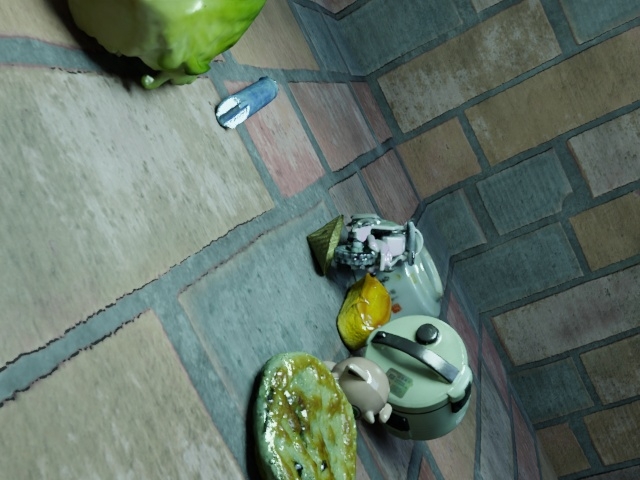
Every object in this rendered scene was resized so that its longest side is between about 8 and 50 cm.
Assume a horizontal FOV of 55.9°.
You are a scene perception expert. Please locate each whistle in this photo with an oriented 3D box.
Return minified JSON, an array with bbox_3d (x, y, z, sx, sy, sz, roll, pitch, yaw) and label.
[{"bbox_3d":[-0.154,-0.308,1.320,0.062,0.062,0.304,60,20,-16],"label":"whistle"}]

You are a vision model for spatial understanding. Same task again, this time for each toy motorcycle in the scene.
[{"bbox_3d":[0.146,0.012,1.449,0.327,0.188,0.143,-38,131,-73],"label":"toy motorcycle"}]

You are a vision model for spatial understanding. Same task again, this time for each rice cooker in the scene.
[{"bbox_3d":[0.202,0.285,1.251,0.244,0.226,0.226,76,6,-47],"label":"rice cooker"}]

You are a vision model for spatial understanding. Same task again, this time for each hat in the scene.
[{"bbox_3d":[0.000,0.000,1.363,0.146,0.067,0.145,17,90,-82],"label":"hat"}]

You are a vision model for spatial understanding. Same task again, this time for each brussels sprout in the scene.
[{"bbox_3d":[-0.228,-0.427,0.961,0.276,0.315,0.371,36,33,-11],"label":"brussels sprout"}]

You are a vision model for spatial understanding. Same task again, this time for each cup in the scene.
[{"bbox_3d":[0.233,0.109,1.676,0.347,0.163,0.347,53,23,-34],"label":"cup"}]

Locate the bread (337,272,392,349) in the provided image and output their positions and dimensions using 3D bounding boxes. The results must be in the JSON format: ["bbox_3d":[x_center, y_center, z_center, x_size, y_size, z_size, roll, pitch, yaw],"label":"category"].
[{"bbox_3d":[0.106,0.158,1.397,0.102,0.094,0.245,56,21,-9],"label":"bread"}]

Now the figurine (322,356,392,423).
[{"bbox_3d":[0.066,0.276,1.118,0.138,0.125,0.125,48,24,-16],"label":"figurine"}]

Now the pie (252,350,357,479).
[{"bbox_3d":[-0.014,0.314,0.941,0.302,0.067,0.302,49,26,-34],"label":"pie"}]
